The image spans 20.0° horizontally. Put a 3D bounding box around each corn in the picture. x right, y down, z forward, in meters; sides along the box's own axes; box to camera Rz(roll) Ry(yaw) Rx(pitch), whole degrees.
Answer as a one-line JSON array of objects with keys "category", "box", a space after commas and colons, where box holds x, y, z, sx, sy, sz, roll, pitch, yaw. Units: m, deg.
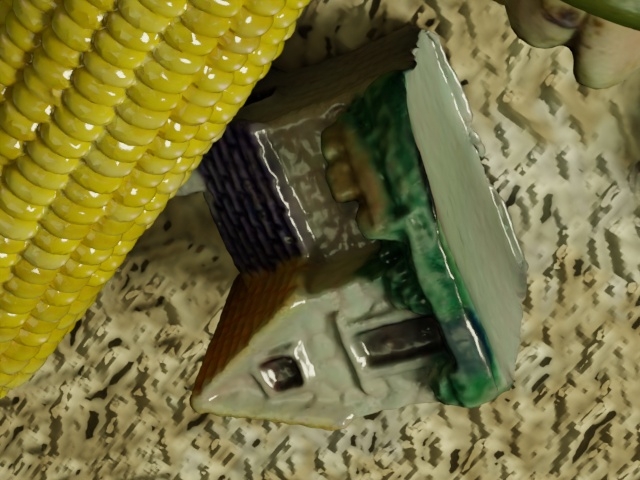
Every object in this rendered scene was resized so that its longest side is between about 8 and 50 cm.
[{"category": "corn", "box": [-0.070, -0.041, 0.524, 0.081, 0.081, 0.248, 33, 123, -9]}]

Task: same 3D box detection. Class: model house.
[{"category": "model house", "box": [0.000, 0.000, 0.557, 0.100, 0.088, 0.101, -14, 114, 18]}]

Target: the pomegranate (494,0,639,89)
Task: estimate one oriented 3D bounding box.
[{"category": "pomegranate", "box": [0.102, -0.113, 0.425, 0.179, 0.179, 0.210, -6, 140, 15]}]
